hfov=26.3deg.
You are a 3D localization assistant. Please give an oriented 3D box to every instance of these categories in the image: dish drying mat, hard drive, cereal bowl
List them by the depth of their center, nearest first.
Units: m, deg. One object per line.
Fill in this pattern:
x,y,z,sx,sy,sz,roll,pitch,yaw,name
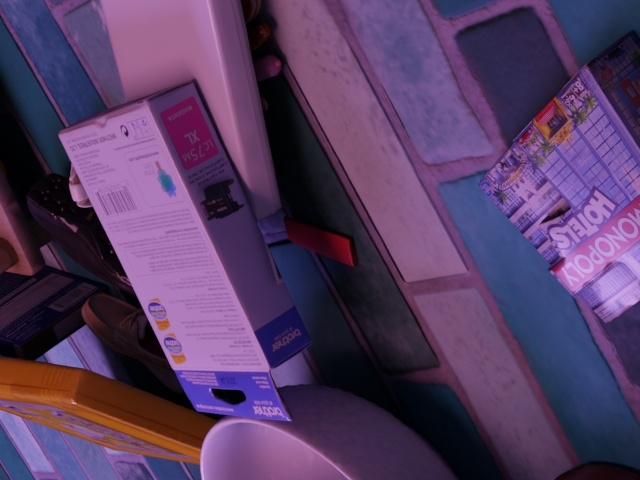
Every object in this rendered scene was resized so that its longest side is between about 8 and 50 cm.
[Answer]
-0.130,-0.184,1.214,0.203,0.040,0.307,29,140,46,hard drive
0.000,0.000,1.282,0.083,0.008,0.032,20,135,38,dish drying mat
0.044,0.279,1.363,0.339,0.141,0.339,30,140,30,cereal bowl

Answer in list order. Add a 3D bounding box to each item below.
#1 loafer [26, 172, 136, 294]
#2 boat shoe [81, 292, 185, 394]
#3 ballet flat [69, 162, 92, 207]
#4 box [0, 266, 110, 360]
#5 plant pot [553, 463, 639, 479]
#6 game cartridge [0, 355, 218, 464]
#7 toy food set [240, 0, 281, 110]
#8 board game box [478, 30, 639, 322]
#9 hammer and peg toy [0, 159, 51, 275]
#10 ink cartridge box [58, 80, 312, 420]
-0.233,0.004,1.514,0.223,0.076,0.078,33,156,25,loafer
-0.201,0.106,1.576,0.170,0.063,0.059,33,140,12,boat shoe
-0.208,-0.060,1.413,0.222,0.079,0.076,11,127,45,ballet flat
-0.376,0.081,1.690,0.225,0.136,0.036,15,131,43,box
0.198,0.340,1.123,0.272,0.265,0.272,31,140,30,plant pot
-0.251,0.202,1.587,0.285,0.052,0.324,28,163,-36,game cartridge
-0.064,-0.176,1.188,0.078,0.019,0.122,30,140,31,toy food set
0.217,-0.013,0.964,0.194,0.060,0.194,49,146,7,board game box
-0.490,-0.088,1.680,0.361,0.127,0.265,8,126,47,hammer and peg toy
-0.118,0.017,1.263,0.186,0.065,0.311,-7,108,55,ink cartridge box
